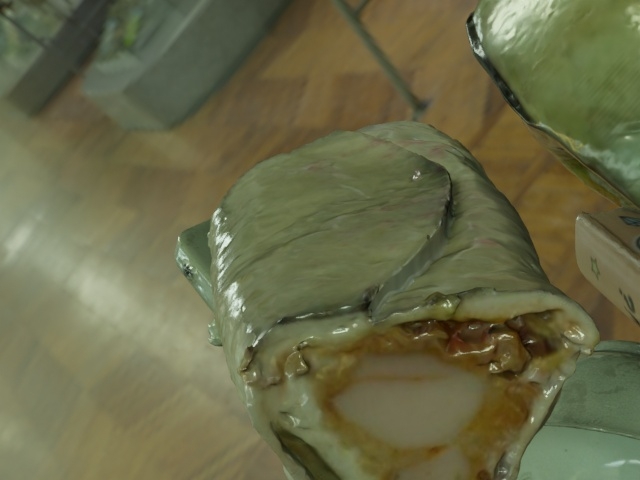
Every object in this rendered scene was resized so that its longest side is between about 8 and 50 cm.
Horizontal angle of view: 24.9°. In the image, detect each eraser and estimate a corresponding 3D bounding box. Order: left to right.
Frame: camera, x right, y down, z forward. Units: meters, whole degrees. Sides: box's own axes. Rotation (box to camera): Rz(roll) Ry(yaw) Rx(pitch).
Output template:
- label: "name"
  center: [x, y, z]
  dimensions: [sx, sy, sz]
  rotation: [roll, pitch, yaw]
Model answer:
- label: "eraser"
  center: [0.332, 0.060, 1.176]
  dimensions: [0.290, 0.171, 0.087]
  rotation: [-123, 46, -67]

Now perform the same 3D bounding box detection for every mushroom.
- label: "mushroom"
  center: [0.224, -0.129, 0.916]
  dimensions: [0.164, 0.190, 0.267]
  rotation: [-53, 37, 30]

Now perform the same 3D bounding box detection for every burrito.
- label: "burrito"
  center: [0.025, 0.022, 0.633]
  dimensions: [0.143, 0.105, 0.299]
  rotation: [-17, 15, 1]

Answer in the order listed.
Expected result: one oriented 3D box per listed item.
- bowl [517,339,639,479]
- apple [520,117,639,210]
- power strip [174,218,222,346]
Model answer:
- label: "bowl"
  center: [0.276, 0.180, 1.329]
  dimensions: [0.313, 0.313, 0.146]
  rotation: [-26, 37, 53]
- label: "apple"
  center: [0.365, -0.167, 1.582]
  dimensions: [0.250, 0.277, 0.309]
  rotation: [-49, 58, 3]
- label: "power strip"
  center: [0.000, 0.000, 1.258]
  dimensions: [0.270, 0.118, 0.046]
  rotation: [-26, -28, -28]
